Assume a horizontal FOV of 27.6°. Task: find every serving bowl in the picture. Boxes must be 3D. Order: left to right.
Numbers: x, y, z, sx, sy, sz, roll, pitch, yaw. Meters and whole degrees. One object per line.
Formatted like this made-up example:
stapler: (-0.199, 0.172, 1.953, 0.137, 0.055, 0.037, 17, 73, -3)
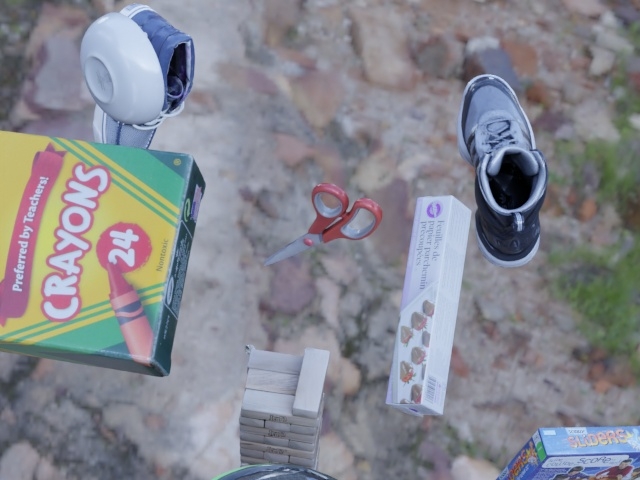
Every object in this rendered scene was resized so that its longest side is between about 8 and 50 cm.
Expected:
serving bowl: (-0.147, -0.120, 0.935, 0.027, 0.083, 0.083, -28, 53, -36)

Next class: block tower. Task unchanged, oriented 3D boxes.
block tower: (-0.048, 0.261, 1.589, 0.097, 0.335, 0.091, 8, 48, 2)

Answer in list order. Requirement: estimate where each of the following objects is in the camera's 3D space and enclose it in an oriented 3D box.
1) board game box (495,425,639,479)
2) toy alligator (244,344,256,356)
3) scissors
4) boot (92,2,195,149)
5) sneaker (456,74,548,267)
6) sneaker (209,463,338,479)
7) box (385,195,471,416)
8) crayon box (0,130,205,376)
board game box: (0.316, 0.262, 1.506, 0.201, 0.136, 0.035, 3, 52, -21)
toy alligator: (-0.051, 0.238, 2.149, 0.051, 0.056, 0.189, -28, 75, -38)
scissors: (0.000, 0.000, 1.959, 0.109, 0.297, 0.021, 27, 57, -7)
boot: (-0.179, -0.140, 1.335, 0.069, 0.190, 0.086, -22, 45, -39)
sneaker: (0.235, -0.111, 1.655, 0.101, 0.153, 0.268, -5, 69, 0)
sneaker: (0.087, 0.337, 1.173, 0.483, 0.202, 0.185, 29, 69, -18)
box: (0.160, 0.094, 1.912, 0.063, 0.067, 0.324, -4, 67, 35)
crayon box: (-0.285, 0.004, 1.227, 0.319, 0.081, 0.202, 7, 74, 7)
